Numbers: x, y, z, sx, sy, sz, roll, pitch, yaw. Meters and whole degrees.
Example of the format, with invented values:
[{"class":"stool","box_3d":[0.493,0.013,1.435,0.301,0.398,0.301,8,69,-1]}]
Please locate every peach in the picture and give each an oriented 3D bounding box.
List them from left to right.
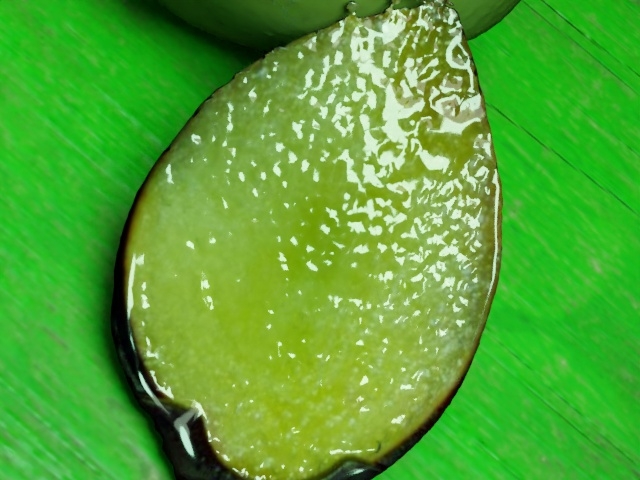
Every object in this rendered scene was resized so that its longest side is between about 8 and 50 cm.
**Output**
[{"class":"peach","box_3d":[-0.001,0.001,0.848,0.189,0.068,0.279,27,91,-5]}]

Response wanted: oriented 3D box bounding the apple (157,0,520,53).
[{"class":"apple","box_3d":[0.010,-0.219,0.904,0.279,0.279,0.279,10,61,-18]}]
